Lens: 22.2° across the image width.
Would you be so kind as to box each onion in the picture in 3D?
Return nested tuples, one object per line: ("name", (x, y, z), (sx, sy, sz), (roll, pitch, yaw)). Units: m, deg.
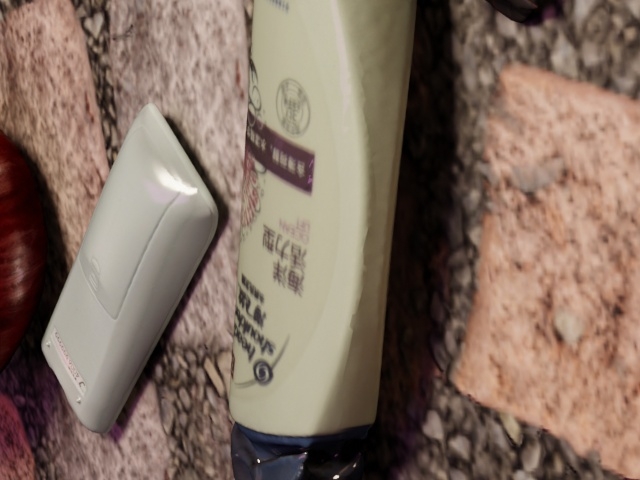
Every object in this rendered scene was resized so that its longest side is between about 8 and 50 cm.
("onion", (-0.354, 0.018, 1.309), (0.273, 0.285, 0.273), (7, 113, 16))

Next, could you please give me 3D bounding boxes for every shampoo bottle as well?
("shampoo bottle", (0.000, 0.000, 0.958), (0.134, 0.078, 0.359), (-138, 48, -55))

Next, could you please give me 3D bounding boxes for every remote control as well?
("remote control", (-0.152, 0.029, 1.214), (0.103, 0.051, 0.293), (57, 141, 26))

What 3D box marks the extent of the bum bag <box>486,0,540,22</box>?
("bum bag", (0.074, -0.158, 0.849), (0.124, 0.034, 0.058), (53, 163, 32))
